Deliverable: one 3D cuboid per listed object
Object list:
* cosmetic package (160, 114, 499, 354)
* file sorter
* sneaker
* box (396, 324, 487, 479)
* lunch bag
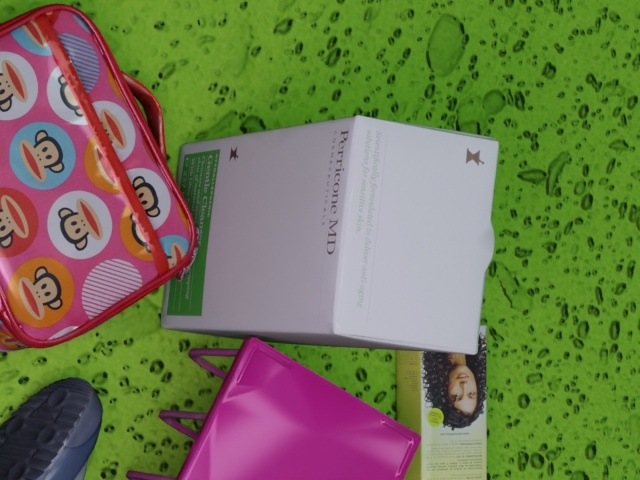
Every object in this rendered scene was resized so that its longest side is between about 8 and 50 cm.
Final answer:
[{"bbox_3d":[0.000,0.000,1.745,0.155,0.365,0.197,9,83,-27],"label":"cosmetic package"},{"bbox_3d":[-0.082,0.268,1.794,0.202,0.182,0.291,32,73,-21],"label":"file sorter"},{"bbox_3d":[-0.279,0.284,1.749,0.131,0.112,0.319,42,72,-37],"label":"sneaker"},{"bbox_3d":[0.127,0.204,1.974,0.087,0.058,0.232,0,88,-27],"label":"box"},{"bbox_3d":[-0.251,-0.064,1.763,0.258,0.120,0.293,-32,100,-30],"label":"lunch bag"}]
